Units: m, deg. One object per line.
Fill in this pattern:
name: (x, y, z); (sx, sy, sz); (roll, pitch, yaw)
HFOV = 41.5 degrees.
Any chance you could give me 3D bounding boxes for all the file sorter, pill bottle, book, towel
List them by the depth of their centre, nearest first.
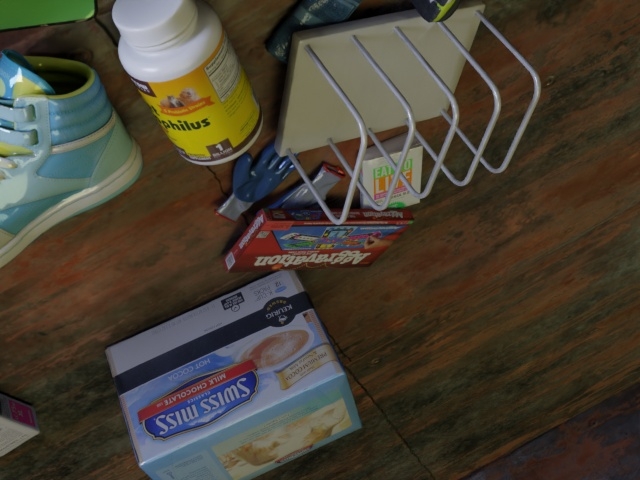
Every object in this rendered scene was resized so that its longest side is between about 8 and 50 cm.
pill bottle: (-0.149, -0.189, 0.952); (0.117, 0.117, 0.215); (-27, 144, -1)
towel: (-0.010, -0.262, 1.028); (0.067, 0.029, 0.119); (18, 125, -44)
file sorter: (0.112, -0.162, 1.081); (0.278, 0.173, 0.192); (-18, 147, -25)
book: (0.107, -0.098, 1.310); (0.096, 0.035, 0.144); (-19, 146, -8)

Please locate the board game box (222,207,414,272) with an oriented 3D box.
board game box: (0.000, 0.000, 1.331); (0.281, 0.027, 0.145); (-1, 149, -35)

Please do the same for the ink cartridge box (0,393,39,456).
ink cartridge box: (-0.604, 0.278, 1.284); (0.186, 0.065, 0.311); (-33, 146, 7)

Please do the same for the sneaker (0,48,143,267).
sneaker: (-0.361, -0.089, 0.915); (0.319, 0.127, 0.208); (-36, 147, -21)

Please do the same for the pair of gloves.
pair of gloves: (-0.063, -0.074, 1.235); (0.159, 0.023, 0.198); (-44, 142, 19)

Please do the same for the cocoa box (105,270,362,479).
cocoa box: (-0.138, 0.249, 1.408); (0.347, 0.228, 0.231); (-24, 144, -5)

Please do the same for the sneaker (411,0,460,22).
sneaker: (0.198, -0.376, 0.960); (0.121, 0.111, 0.300); (-5, 141, -35)

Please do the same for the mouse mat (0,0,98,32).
mouse mat: (-0.300, -0.288, 0.828); (0.153, 0.007, 0.189); (-13, 143, -20)
